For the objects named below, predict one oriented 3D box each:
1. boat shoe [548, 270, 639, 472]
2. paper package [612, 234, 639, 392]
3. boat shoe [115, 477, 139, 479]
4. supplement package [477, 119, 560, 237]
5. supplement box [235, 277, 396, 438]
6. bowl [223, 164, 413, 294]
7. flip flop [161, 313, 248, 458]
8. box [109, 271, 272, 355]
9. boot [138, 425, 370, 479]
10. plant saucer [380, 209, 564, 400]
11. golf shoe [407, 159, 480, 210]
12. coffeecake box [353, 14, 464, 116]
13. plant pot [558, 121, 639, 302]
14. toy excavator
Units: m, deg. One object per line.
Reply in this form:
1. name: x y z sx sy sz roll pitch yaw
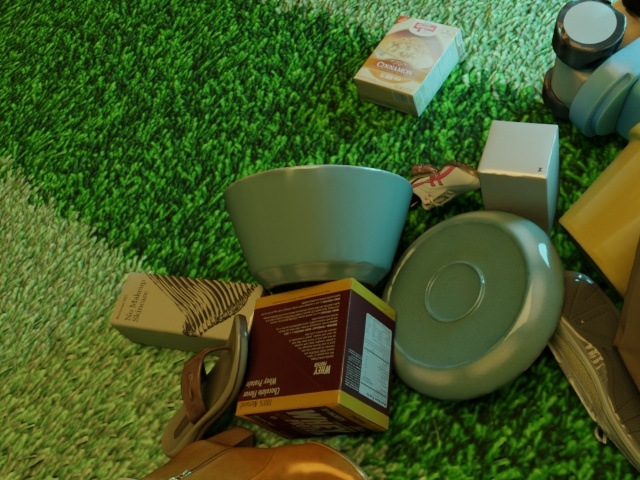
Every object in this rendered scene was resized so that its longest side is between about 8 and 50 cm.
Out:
1. boat shoe: 0.405 0.193 1.006 0.118 0.103 0.320 -19 58 -16
2. paper package: 0.556 0.046 0.847 0.325 0.309 0.168 -5 31 -5
3. boat shoe: -0.216 0.427 1.068 0.258 0.095 0.084 9 59 26
4. supplement package: 0.324 -0.095 1.153 0.105 0.179 0.105 10 63 24
5. supplement box: -0.003 0.185 1.092 0.191 0.129 0.194 -15 53 33
6. bowl: 0.000 0.000 1.166 0.312 0.311 0.163 -6 76 16
7. flip flop: -0.191 0.230 1.120 0.277 0.080 0.112 -54 23 22
8. box: -0.219 0.131 1.255 0.275 0.094 0.113 3 62 21
9. boot: -0.096 0.358 1.001 0.295 0.104 0.211 8 18 33
10. plant saucer: 0.211 0.085 1.095 0.318 0.044 0.317 -24 49 31
11. golf shoe: 0.212 -0.088 1.227 0.186 0.068 0.086 2 70 64
12. coffeecake box: 0.179 -0.353 1.436 0.142 0.068 0.185 24 69 31
13. plant pot: 0.493 -0.036 1.032 0.239 0.254 0.254 -39 53 12
14. toy excavator: 0.648 -0.251 1.150 0.433 0.222 0.445 -33 68 -3
